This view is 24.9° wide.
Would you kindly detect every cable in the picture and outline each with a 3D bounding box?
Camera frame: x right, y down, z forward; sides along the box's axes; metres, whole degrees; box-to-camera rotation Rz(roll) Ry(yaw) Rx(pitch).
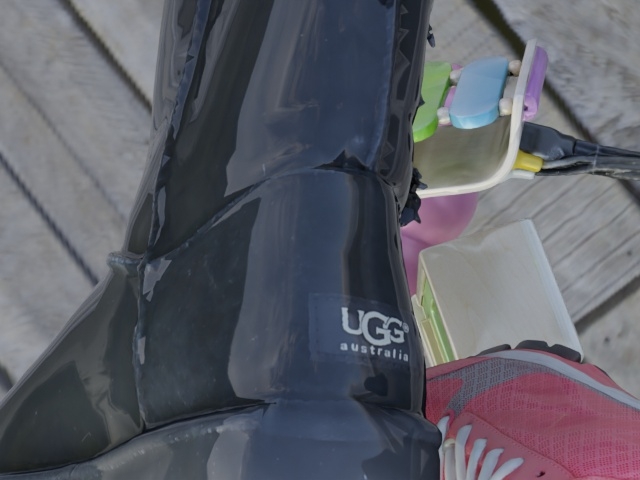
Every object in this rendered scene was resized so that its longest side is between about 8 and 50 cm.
[{"bbox_3d":[0.244,-0.067,1.433,0.287,0.139,0.072,15,86,6],"label":"cable"}]

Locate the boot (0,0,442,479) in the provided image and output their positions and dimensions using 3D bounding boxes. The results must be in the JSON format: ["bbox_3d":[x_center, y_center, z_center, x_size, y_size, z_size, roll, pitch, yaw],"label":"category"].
[{"bbox_3d":[-0.059,-0.074,0.725,0.367,0.146,0.445,-21,62,51],"label":"boot"}]

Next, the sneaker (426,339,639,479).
[{"bbox_3d":[0.107,0.113,0.658,0.313,0.136,0.116,4,94,45],"label":"sneaker"}]

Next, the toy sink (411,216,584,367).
[{"bbox_3d":[0.176,0.097,1.518,0.131,0.234,0.153,-17,73,-3],"label":"toy sink"}]

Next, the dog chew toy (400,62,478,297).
[{"bbox_3d":[0.084,-0.050,1.661,0.206,0.206,0.332,32,101,10],"label":"dog chew toy"}]

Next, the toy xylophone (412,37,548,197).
[{"bbox_3d":[0.037,-0.106,1.236,0.322,0.236,0.081,-10,118,11],"label":"toy xylophone"}]
